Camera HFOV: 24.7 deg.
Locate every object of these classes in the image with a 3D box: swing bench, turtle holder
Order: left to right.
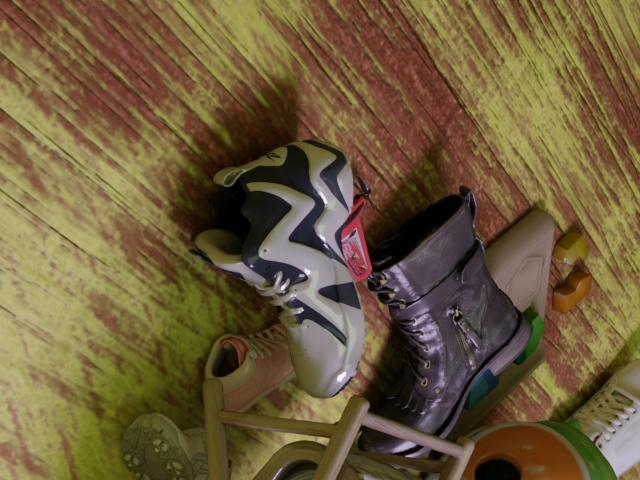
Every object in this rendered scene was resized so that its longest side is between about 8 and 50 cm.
[{"bbox_3d":[0.003,0.277,1.318,0.253,0.165,0.254,28,68,-57],"label":"swing bench"},{"bbox_3d":[0.200,0.352,1.744,0.227,0.243,0.320,5,150,-40],"label":"turtle holder"}]

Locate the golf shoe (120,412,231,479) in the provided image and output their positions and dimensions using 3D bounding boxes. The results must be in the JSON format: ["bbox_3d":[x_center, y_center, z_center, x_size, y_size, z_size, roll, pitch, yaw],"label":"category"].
[{"bbox_3d":[-0.127,0.193,1.336,0.176,0.069,0.086,71,33,-49],"label":"golf shoe"}]

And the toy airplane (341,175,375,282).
[{"bbox_3d":[0.000,0.000,1.395,0.151,0.028,0.151,-23,123,-41],"label":"toy airplane"}]

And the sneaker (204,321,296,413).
[{"bbox_3d":[-0.057,0.105,1.365,0.134,0.051,0.070,-40,144,-25],"label":"sneaker"}]

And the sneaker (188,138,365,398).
[{"bbox_3d":[-0.046,0.034,1.280,0.153,0.094,0.235,-10,109,-34],"label":"sneaker"}]

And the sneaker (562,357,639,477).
[{"bbox_3d":[0.388,0.266,2.009,0.290,0.106,0.123,-51,146,-17],"label":"sneaker"}]

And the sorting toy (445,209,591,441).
[{"bbox_3d":[0.245,0.082,1.761,0.307,0.041,0.229,-36,137,-35],"label":"sorting toy"}]

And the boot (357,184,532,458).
[{"bbox_3d":[0.097,0.090,1.545,0.263,0.091,0.229,-45,131,-10],"label":"boot"}]
